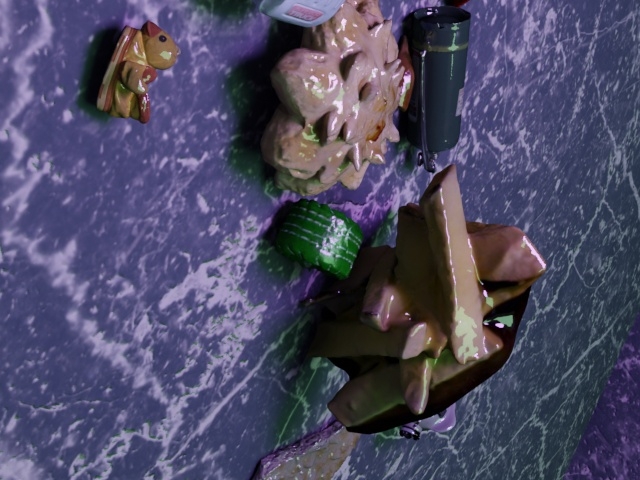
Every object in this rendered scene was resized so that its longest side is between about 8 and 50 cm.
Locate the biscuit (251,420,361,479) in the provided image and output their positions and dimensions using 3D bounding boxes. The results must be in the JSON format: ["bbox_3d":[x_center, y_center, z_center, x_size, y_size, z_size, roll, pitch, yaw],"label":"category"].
[{"bbox_3d":[-0.027,0.403,1.647,0.290,0.038,0.141,-20,125,-45],"label":"biscuit"}]

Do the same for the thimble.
[{"bbox_3d":[0.000,0.000,1.390,0.130,0.118,0.090,63,50,-78],"label":"thimble"}]

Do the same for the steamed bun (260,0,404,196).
[{"bbox_3d":[0.038,-0.192,1.277,0.295,0.137,0.292,-65,158,-1],"label":"steamed bun"}]

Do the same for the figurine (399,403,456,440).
[{"bbox_3d":[0.203,0.299,1.824,0.126,0.147,0.192,52,52,-37],"label":"figurine"}]

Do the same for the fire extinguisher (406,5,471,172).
[{"bbox_3d":[0.184,-0.223,1.529,0.118,0.093,0.294,-63,158,-56],"label":"fire extinguisher"}]

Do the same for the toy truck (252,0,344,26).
[{"bbox_3d":[0.020,-0.384,1.073,0.305,0.162,0.136,-48,155,26],"label":"toy truck"}]

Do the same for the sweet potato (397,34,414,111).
[{"bbox_3d":[0.123,-0.262,1.473,0.049,0.049,0.117,5,94,-54],"label":"sweet potato"}]

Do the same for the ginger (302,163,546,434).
[{"bbox_3d":[0.110,0.074,1.433,0.413,0.358,0.211,-44,133,14],"label":"ginger"}]

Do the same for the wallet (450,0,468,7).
[{"bbox_3d":[0.263,-0.421,1.468,0.020,0.196,0.103,33,82,-12],"label":"wallet"}]

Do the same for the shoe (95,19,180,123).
[{"bbox_3d":[-0.204,-0.185,1.050,0.069,0.072,0.109,25,82,-17],"label":"shoe"}]
